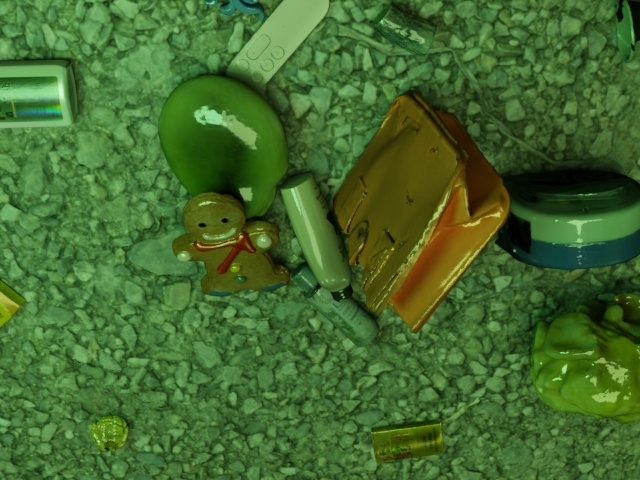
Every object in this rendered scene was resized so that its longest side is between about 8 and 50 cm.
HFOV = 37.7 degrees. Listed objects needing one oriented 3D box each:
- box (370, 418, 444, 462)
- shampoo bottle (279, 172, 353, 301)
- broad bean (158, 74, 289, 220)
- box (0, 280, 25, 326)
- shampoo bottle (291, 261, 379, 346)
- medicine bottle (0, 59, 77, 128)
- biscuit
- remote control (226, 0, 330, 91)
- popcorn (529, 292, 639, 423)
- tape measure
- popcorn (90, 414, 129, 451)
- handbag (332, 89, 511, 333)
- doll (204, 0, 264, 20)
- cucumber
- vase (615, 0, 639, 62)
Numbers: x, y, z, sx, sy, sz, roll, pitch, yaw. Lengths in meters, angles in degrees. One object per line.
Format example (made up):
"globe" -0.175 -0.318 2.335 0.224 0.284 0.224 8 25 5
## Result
"box" 0.193 0.444 2.075 0.156 0.022 0.089 -7 115 1
"shampoo bottle" 0.000 0.000 1.802 0.078 0.127 0.257 -15 110 17
"broad bean" -0.172 -0.166 1.716 0.238 0.119 0.291 -14 116 22
"box" -0.744 0.165 1.898 0.152 0.043 0.269 42 108 -19
"shampoo bottle" 0.028 0.128 1.893 0.072 0.072 0.214 -41 110 16
"medicine bottle" -0.552 -0.262 1.682 0.219 0.078 0.115 -2 117 -2
"biscuit" -0.175 0.019 1.768 0.205 0.049 0.324 -7 144 2
"remote control" -0.078 -0.363 1.682 0.077 0.022 0.245 38 109 -20
"popcorn" 0.588 0.253 1.856 0.334 0.292 0.294 -18 120 12
"tape measure" 0.466 -0.046 1.734 0.259 0.262 0.138 -8 105 1
"popcorn" -0.453 0.423 2.012 0.084 0.084 0.084 -1 115 -2
"handbag" 0.153 -0.067 1.621 0.116 0.410 0.303 27 111 -21
"doll" -0.171 -0.449 1.617 0.206 0.067 0.110 33 120 -27
"cucumber" 0.149 -0.375 1.667 0.112 0.064 0.064 24 112 -10
"vase" 0.709 -0.391 1.631 0.360 0.165 0.165 -8 116 6
